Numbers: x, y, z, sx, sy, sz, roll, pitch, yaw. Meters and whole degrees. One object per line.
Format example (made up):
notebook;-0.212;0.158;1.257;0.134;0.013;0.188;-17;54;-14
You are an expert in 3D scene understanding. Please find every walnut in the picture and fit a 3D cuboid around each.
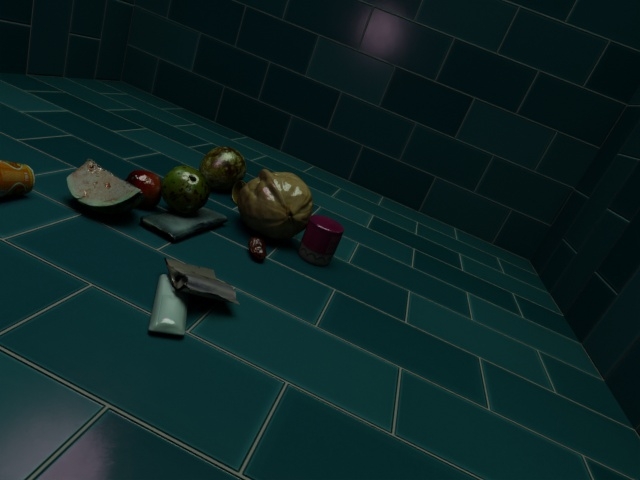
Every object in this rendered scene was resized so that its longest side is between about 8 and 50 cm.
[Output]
walnut;-0.217;-0.177;2.060;0.381;0.381;0.381;19;22;-8

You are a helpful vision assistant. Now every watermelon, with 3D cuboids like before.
watermelon;-0.834;-0.192;1.688;0.305;0.180;0.224;26;24;16

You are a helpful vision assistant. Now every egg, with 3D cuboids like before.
egg;-0.552;-0.402;2.382;0.238;0.238;0.289;32;37;24

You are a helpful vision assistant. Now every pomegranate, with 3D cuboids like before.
pomegranate;-0.602;-0.214;1.879;0.211;0.263;0.211;15;62;-30

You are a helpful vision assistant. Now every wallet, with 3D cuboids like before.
wallet;-0.587;-0.088;1.864;0.190;0.046;0.379;25;23;15

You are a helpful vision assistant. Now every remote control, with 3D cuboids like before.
remote control;-0.464;0.191;1.328;0.103;0.051;0.293;13;22;-20

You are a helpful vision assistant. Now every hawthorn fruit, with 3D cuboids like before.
hawthorn fruit;-0.791;-0.231;1.855;0.194;0.157;0.157;14;23;-34

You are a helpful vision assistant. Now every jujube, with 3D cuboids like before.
jujube;-0.270;0.038;1.843;0.077;0.077;0.129;9;30;-29

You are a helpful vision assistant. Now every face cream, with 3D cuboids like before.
face cream;0.000;0.000;2.023;0.175;0.195;0.175;18;22;-8

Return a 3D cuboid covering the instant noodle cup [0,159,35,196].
instant noodle cup;-1.146;-0.220;1.519;0.168;0.168;0.185;27;15;13

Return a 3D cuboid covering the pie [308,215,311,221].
pie;-0.132;-0.160;2.467;0.182;0.050;0.182;24;21;-10

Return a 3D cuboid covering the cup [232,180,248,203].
cup;-0.379;-0.238;2.338;0.155;0.131;0.177;1;59;-50

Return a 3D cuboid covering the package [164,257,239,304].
package;-0.405;0.141;1.430;0.203;0.062;0.251;26;4;-41
